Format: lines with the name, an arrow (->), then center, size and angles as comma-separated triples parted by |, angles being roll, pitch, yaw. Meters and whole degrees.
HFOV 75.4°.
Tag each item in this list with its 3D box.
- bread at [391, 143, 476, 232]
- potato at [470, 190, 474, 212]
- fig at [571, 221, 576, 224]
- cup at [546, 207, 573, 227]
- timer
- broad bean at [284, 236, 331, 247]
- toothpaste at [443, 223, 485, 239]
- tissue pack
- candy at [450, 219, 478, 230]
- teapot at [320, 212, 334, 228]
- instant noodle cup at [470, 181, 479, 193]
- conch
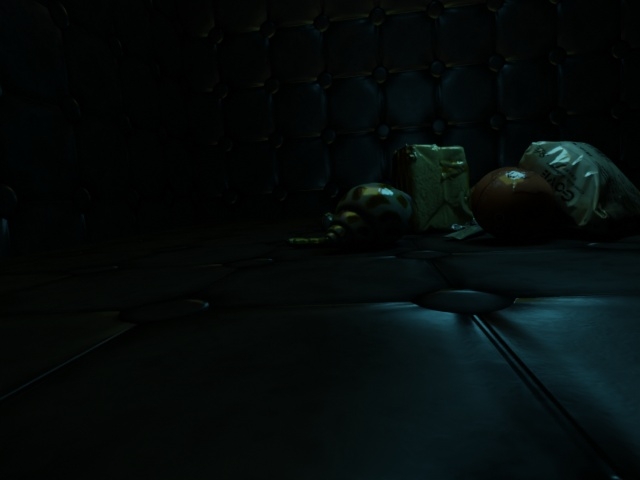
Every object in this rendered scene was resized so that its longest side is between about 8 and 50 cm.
bread -> 0.480, -0.230, 1.826 | 0.280, 0.389, 0.371 | -9, 5, -3
potato -> 0.772, -0.154, 1.898 | 0.196, 0.176, 0.369 | -6, 11, -2
fig -> 1.040, -0.151, 1.640 | 0.148, 0.186, 0.142 | -9, 18, 43
cup -> 0.834, -0.125, 1.590 | 0.202, 0.166, 0.221 | -3, 14, -26
timer -> 0.599, -0.115, 1.299 | 0.230, 0.229, 0.215 | -5, 27, -14
broad bean -> 0.001, 0.000, 1.467 | 0.257, 0.052, 0.052 | -4, 44, 6
toothpaste -> 0.534, -0.030, 1.487 | 0.256, 0.037, 0.067 | -13, 17, -42
tissue pack -> 0.871, -0.176, 1.356 | 0.390, 0.195, 0.375 | -2, 47, -36
candy -> 0.623, -0.053, 1.620 | 0.227, 0.051, 0.094 | -1, -4, 9
teapot -> 0.040, -0.107, 2.274 | 0.092, 0.090, 0.124 | -4, 6, -20
instant noodle cup -> 0.886, -0.215, 2.319 | 0.172, 0.215, 0.216 | -19, 13, -33
conch -> 0.165, -0.069, 1.367 | 0.368, 0.249, 0.197 | -9, 52, -13
